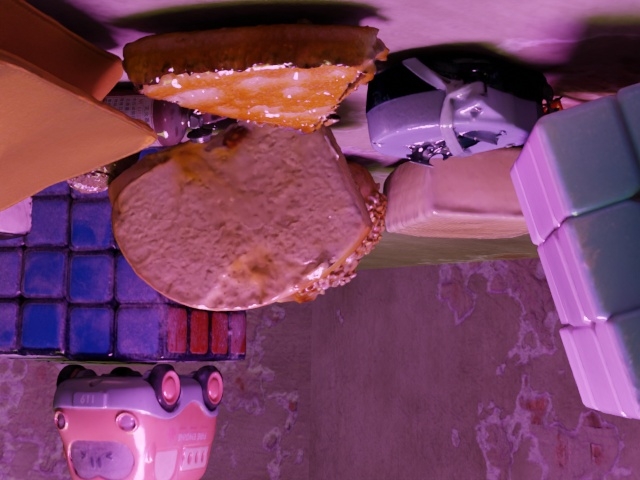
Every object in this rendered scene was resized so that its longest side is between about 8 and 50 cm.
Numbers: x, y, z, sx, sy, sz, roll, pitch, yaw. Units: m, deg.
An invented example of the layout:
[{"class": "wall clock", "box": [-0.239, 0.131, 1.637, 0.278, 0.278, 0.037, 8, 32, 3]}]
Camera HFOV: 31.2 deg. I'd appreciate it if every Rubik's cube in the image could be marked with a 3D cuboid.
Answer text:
[{"class": "Rubik's cube", "box": [0.408, -0.004, 1.225, 0.321, 0.316, 0.319, -16, 173, 2]}, {"class": "Rubik's cube", "box": [-0.330, 0.031, 1.881, 0.337, 0.345, 0.344, -1, 172, 18]}]

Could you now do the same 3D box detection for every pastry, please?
[{"class": "pastry", "box": [0.000, 0.000, 1.906, 0.162, 0.255, 0.311, 44, 163, -4]}]

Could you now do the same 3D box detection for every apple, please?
[{"class": "apple", "box": [-0.109, -0.047, 1.507, 0.309, 0.314, 0.252, -27, 126, 7]}]

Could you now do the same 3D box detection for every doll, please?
[{"class": "doll", "box": [-0.296, -0.119, 1.551, 0.115, 0.105, 0.221, 34, 165, -27]}]

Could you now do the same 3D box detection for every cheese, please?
[{"class": "cheese", "box": [0.246, -0.072, 1.826, 0.242, 0.124, 0.265, 6, 174, -11]}]

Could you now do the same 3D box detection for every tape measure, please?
[{"class": "tape measure", "box": [0.143, -0.145, 1.287, 0.181, 0.107, 0.182, -14, 168, 43]}]

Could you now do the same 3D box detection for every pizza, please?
[{"class": "pizza", "box": [-0.027, -0.174, 1.184, 0.251, 0.074, 0.287, -3, 173, 37]}]

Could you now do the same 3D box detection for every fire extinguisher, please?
[{"class": "fire extinguisher", "box": [-0.213, -0.164, 1.420, 0.252, 0.106, 0.075, -2, 135, 13]}]

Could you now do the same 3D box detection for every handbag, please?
[{"class": "handbag", "box": [-0.363, -0.126, 1.081, 0.283, 0.133, 0.401, -27, 166, 13]}]

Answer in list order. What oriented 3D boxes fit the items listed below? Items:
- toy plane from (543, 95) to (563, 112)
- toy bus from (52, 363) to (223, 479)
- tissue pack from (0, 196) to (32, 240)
[{"class": "toy plane", "box": [0.343, -0.143, 1.455, 0.194, 0.126, 0.077, 39, 123, -18]}, {"class": "toy bus", "box": [-0.283, 0.305, 1.785, 0.194, 0.232, 0.287, 0, 175, 23]}, {"class": "tissue pack", "box": [-0.571, -0.090, 1.474, 0.369, 0.198, 0.210, 0, 171, 13]}]
